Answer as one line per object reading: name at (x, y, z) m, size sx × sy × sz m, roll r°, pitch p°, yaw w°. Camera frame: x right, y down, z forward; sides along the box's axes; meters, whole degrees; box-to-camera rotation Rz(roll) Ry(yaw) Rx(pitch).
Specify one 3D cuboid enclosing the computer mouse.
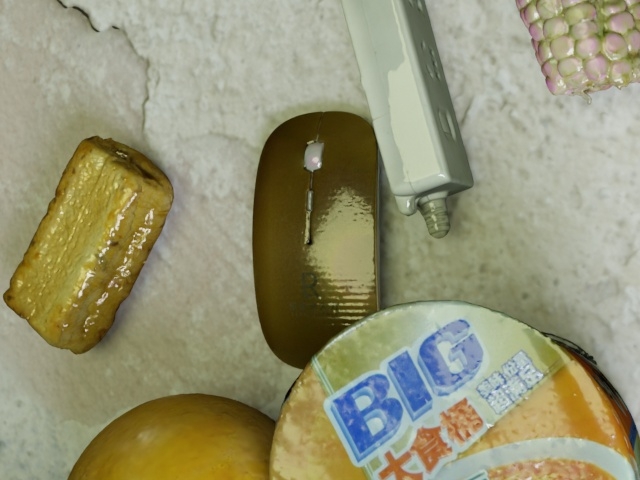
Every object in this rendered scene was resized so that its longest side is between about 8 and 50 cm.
computer mouse at (0.000, 0.000, 1.116) m, size 0.125 × 0.056 × 0.245 m, roll 0°, pitch 87°, yaw 23°

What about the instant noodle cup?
instant noodle cup at (0.131, 0.189, 0.965) m, size 0.296 × 0.214 × 0.297 m, roll 0°, pitch 89°, yaw 24°

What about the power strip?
power strip at (0.069, -0.167, 1.066) m, size 0.058 × 0.098 × 0.338 m, roll -16°, pitch 83°, yaw 20°

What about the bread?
bread at (-0.231, 0.006, 1.201) m, size 0.114 × 0.083 × 0.211 m, roll 37°, pitch 103°, yaw 25°

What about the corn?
corn at (0.197, -0.279, 1.006) m, size 0.126 × 0.126 × 0.335 m, roll -20°, pitch 86°, yaw 22°

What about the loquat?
loquat at (-0.106, 0.265, 1.038) m, size 0.263 × 0.263 × 0.263 m, roll -1°, pitch 88°, yaw 24°
